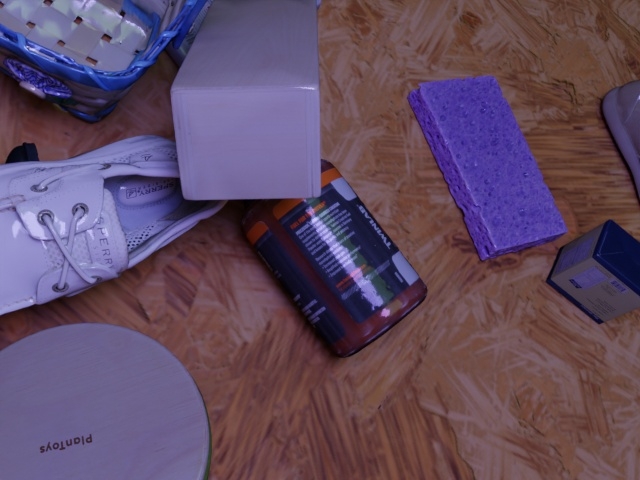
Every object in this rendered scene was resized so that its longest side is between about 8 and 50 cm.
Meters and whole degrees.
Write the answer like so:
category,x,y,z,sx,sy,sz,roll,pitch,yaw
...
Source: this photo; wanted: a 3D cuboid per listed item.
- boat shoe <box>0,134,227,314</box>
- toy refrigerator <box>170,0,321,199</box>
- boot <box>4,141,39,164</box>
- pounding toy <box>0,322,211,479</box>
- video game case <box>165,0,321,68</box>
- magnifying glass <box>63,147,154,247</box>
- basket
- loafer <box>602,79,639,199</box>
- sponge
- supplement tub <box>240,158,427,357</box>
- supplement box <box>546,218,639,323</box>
category,x,y,z,sx,sy,sz,roll,pitch,yaw
boat shoe,-0.177,-0.010,0.553,0.277,0.096,0.098,-34,130,-43
toy refrigerator,-0.051,-0.128,0.646,0.102,0.094,0.269,-1,29,-1
boot,-0.265,-0.015,0.586,0.099,0.045,0.121,-2,96,-25
pounding toy,-0.189,0.158,0.543,0.237,0.110,0.183,11,58,7
video game case,-0.130,-0.297,0.812,0.193,0.023,0.212,-35,85,-33
magnifying glass,-0.236,-0.037,0.646,0.231,0.026,0.092,0,68,-28
basket,-0.198,-0.231,0.589,0.255,0.289,0.201,29,59,-10
loafer,0.449,-0.090,0.958,0.102,0.092,0.268,-20,77,-31
sponge,0.189,-0.088,0.868,0.117,0.031,0.210,-14,74,-30
supplement tub,0.000,0.000,0.692,0.106,0.106,0.198,-35,86,-33
supplement box,0.311,0.036,0.839,0.083,0.083,0.056,38,57,-6
